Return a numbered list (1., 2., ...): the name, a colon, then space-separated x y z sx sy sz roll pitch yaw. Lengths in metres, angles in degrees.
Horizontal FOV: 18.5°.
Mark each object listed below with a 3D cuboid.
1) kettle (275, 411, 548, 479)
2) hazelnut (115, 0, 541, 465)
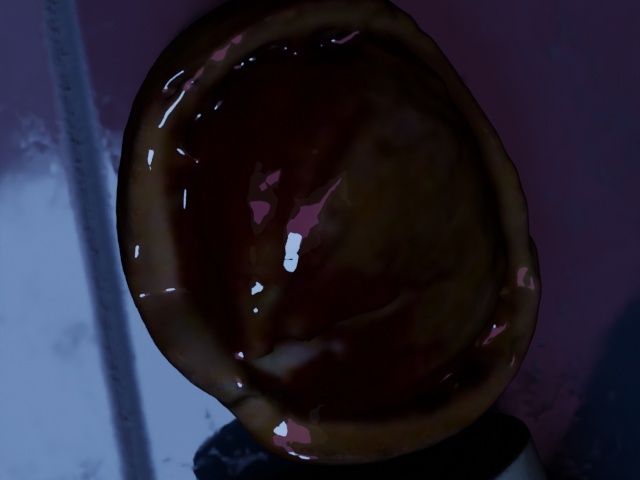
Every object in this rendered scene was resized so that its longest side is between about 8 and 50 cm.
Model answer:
1. kettle: 0.063 0.217 0.834 0.161 0.221 0.236 -23 98 -11
2. hazelnut: 0.006 -0.006 0.830 0.201 0.160 0.170 45 93 -2
